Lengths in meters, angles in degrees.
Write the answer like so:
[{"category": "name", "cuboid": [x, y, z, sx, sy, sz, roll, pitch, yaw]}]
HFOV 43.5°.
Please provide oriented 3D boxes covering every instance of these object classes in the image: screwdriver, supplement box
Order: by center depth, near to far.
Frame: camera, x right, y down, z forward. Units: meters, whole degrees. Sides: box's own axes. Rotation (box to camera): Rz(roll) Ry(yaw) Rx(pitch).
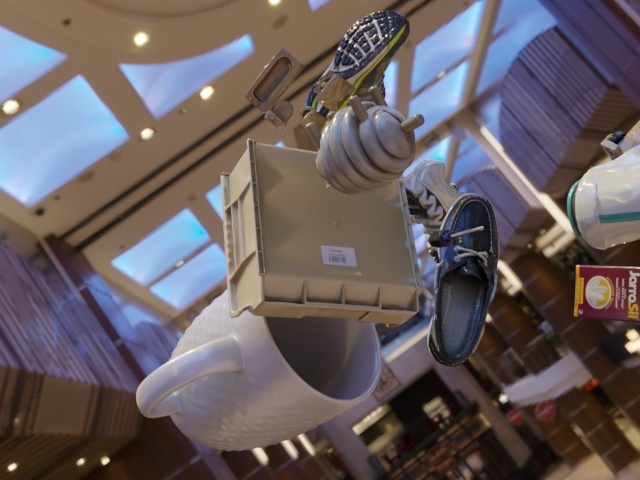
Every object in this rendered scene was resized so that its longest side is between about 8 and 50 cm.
[{"category": "screwdriver", "cuboid": [0.156, -0.008, 0.942, 0.170, 0.025, 0.024, 131, 157, -82]}, {"category": "supplement box", "cuboid": [0.577, 0.100, 1.512, 0.080, 0.104, 0.188, 4, -3, -29]}]

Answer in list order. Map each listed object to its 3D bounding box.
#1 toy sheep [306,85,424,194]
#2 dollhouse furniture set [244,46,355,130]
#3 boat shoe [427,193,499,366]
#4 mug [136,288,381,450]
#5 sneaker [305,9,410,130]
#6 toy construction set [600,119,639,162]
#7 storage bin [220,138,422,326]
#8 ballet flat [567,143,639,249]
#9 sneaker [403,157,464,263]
[{"category": "toy sheep", "cuboid": [0.042, -0.088, 0.735, 0.091, 0.091, 0.132, -25, 1, -40]}, {"category": "dollhouse furniture set", "cuboid": [-0.052, -0.269, 1.418, 0.144, 0.151, 0.123, -50, -11, 10]}, {"category": "boat shoe", "cuboid": [0.249, 0.063, 1.358, 0.114, 0.303, 0.091, 6, -7, 1]}, {"category": "mug", "cuboid": [-0.135, 0.215, 1.339, 0.328, 0.276, 0.374, -36, -20, 32]}, {"category": "sneaker", "cuboid": [0.085, -0.322, 1.562, 0.121, 0.111, 0.300, 6, -37, -35]}, {"category": "toy construction set", "cuboid": [0.674, -0.199, 1.558, 0.237, 0.257, 0.309, -40, -25, 5]}, {"category": "storage bin", "cuboid": [0.000, 0.000, 1.205, 0.262, 0.260, 0.123, 6, -29, -25]}, {"category": "ballet flat", "cuboid": [0.472, -0.093, 1.036, 0.400, 0.139, 0.139, -29, -16, -37]}, {"category": "sneaker", "cuboid": [0.260, -0.038, 1.619, 0.110, 0.292, 0.118, 11, 54, 50]}]
